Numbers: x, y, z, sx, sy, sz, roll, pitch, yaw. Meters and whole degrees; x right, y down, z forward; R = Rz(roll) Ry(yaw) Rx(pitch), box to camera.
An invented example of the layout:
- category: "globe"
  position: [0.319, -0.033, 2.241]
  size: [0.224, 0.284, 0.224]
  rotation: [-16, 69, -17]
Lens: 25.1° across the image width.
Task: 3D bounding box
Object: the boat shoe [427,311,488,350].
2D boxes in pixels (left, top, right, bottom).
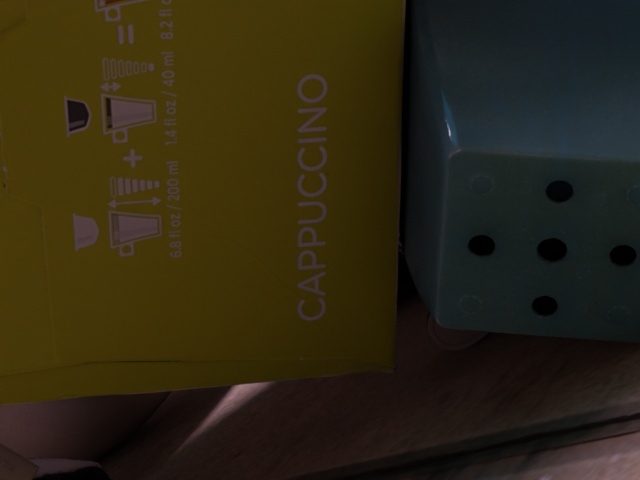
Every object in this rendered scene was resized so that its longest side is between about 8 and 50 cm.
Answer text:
- category: "boat shoe"
  position: [0.118, 0.020, 0.869]
  size: [0.125, 0.046, 0.038]
  rotation: [-39, 12, 12]

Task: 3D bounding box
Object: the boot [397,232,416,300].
- category: "boot"
  position: [0.218, -0.154, 1.076]
  size: [0.445, 0.146, 0.367]
  rotation: [-34, 19, 29]

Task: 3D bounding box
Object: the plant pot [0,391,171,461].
- category: "plant pot"
  position: [-0.252, 0.094, 1.188]
  size: [0.284, 0.284, 0.191]
  rotation: [-47, -18, -58]

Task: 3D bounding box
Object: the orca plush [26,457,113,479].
- category: "orca plush"
  position: [-0.278, 0.212, 0.932]
  size: [0.287, 0.151, 0.102]
  rotation: [0, 47, -3]

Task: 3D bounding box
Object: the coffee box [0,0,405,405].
- category: "coffee box"
  position: [-0.142, -0.127, 0.850]
  size: [0.338, 0.337, 0.334]
  rotation: [-3, 24, -8]

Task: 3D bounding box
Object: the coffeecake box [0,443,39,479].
- category: "coffeecake box"
  position: [-0.278, 0.180, 0.850]
  size: [0.185, 0.142, 0.068]
  rotation: [-57, 4, 15]

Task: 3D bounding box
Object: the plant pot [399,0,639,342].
- category: "plant pot"
  position: [0.120, -0.062, 0.761]
  size: [0.165, 0.165, 0.234]
  rotation: [4, 34, 4]
